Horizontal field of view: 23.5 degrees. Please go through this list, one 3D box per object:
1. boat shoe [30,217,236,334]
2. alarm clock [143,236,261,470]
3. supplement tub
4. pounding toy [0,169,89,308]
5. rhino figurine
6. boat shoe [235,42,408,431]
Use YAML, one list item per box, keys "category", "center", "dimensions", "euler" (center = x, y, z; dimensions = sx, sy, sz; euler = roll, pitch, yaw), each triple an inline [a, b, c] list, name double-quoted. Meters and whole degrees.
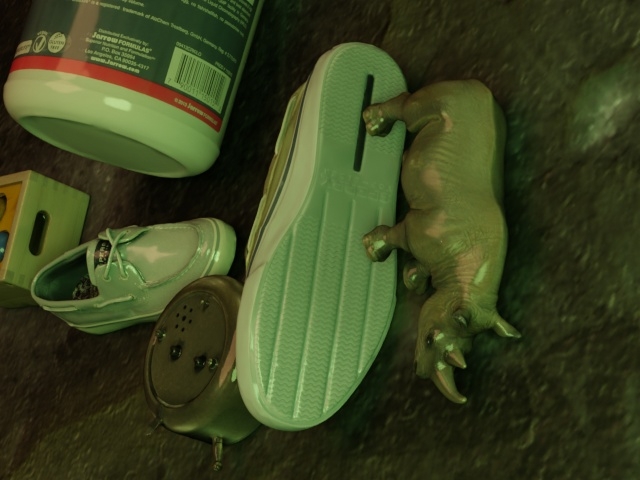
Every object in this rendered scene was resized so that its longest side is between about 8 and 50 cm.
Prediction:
- category: "boat shoe"
  center: [-0.168, 0.028, 1.320]
  dimensions: [0.227, 0.081, 0.079]
  euler: [-21, 57, 43]
- category: "alarm clock"
  center: [-0.078, 0.074, 1.213]
  dimensions: [0.129, 0.064, 0.192]
  euler: [19, 83, 52]
- category: "supplement tub"
  center: [-0.147, -0.207, 1.329]
  dimensions: [0.191, 0.191, 0.272]
  euler: [3, 74, 50]
- category: "pounding toy"
  center: [-0.307, -0.017, 1.489]
  dimensions: [0.130, 0.100, 0.141]
  euler: [-8, 66, 47]
- category: "rhino figurine"
  center: [0.086, -0.004, 1.052]
  dimensions: [0.106, 0.073, 0.243]
  euler: [-28, 53, 42]
- category: "boat shoe"
  center: [0.000, 0.000, 1.144]
  dimensions: [0.094, 0.109, 0.302]
  euler: [-33, 39, 62]
